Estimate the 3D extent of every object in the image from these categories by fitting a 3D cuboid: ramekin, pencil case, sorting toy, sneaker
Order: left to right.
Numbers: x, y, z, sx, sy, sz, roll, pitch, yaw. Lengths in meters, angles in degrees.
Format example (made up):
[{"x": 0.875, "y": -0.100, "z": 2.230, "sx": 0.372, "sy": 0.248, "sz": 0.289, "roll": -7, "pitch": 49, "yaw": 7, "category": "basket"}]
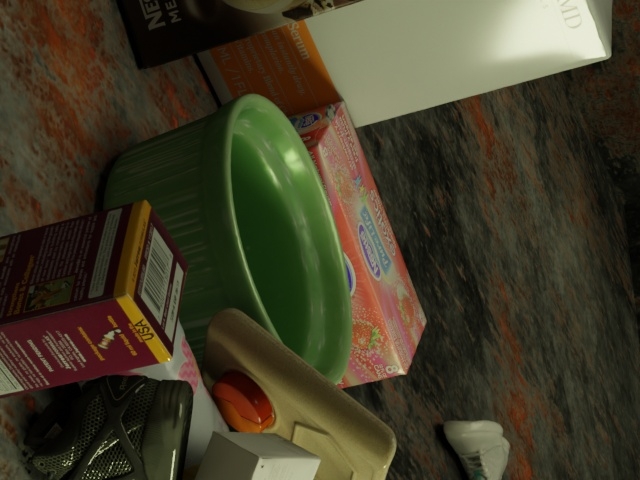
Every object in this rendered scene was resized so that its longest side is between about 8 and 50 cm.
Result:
[{"x": -0.184, "y": 0.213, "z": 1.450, "sx": 0.087, "sy": 0.130, "sz": 0.227, "roll": -69, "pitch": 169, "yaw": -66, "category": "sneaker"}, {"x": -0.134, "y": 0.180, "z": 1.548, "sx": 0.124, "sy": 0.113, "sz": 0.273, "roll": -96, "pitch": 164, "yaw": -64, "category": "pencil case"}, {"x": -0.093, "y": 0.018, "z": 1.713, "sx": 0.303, "sy": 0.148, "sz": 0.303, "roll": -15, "pitch": 90, "yaw": -72, "category": "ramekin"}, {"x": -0.002, "y": 0.224, "z": 1.565, "sx": 0.041, "sy": 0.307, "sz": 0.229, "roll": -37, "pitch": 155, "yaw": -37, "category": "sorting toy"}, {"x": 0.238, "y": 0.326, "z": 2.552, "sx": 0.212, "sy": 0.080, "sz": 0.094, "roll": 43, "pitch": 49, "yaw": -59, "category": "sneaker"}]

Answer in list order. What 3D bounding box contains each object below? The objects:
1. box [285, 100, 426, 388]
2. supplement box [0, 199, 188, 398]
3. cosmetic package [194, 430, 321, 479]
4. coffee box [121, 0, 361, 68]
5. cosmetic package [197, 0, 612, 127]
[{"x": -0.002, "y": 0.012, "z": 1.974, "sx": 0.142, "sy": 0.154, "sz": 0.300, "roll": -64, "pitch": 137, "yaw": -62, "category": "box"}, {"x": -0.207, "y": 0.050, "z": 1.320, "sx": 0.104, "sy": 0.188, "sz": 0.081, "roll": -84, "pitch": 153, "yaw": -45, "category": "supplement box"}, {"x": -0.089, "y": 0.283, "z": 1.474, "sx": 0.099, "sy": 0.060, "sz": 0.239, "roll": 12, "pitch": 101, "yaw": -59, "category": "cosmetic package"}, {"x": -0.064, "y": -0.306, "z": 1.810, "sx": 0.119, "sy": 0.297, "sz": 0.168, "roll": -47, "pitch": 119, "yaw": -71, "category": "coffee box"}, {"x": 0.085, "y": -0.278, "z": 1.966, "sx": 0.161, "sy": 0.453, "sz": 0.230, "roll": -77, "pitch": 147, "yaw": -53, "category": "cosmetic package"}]
